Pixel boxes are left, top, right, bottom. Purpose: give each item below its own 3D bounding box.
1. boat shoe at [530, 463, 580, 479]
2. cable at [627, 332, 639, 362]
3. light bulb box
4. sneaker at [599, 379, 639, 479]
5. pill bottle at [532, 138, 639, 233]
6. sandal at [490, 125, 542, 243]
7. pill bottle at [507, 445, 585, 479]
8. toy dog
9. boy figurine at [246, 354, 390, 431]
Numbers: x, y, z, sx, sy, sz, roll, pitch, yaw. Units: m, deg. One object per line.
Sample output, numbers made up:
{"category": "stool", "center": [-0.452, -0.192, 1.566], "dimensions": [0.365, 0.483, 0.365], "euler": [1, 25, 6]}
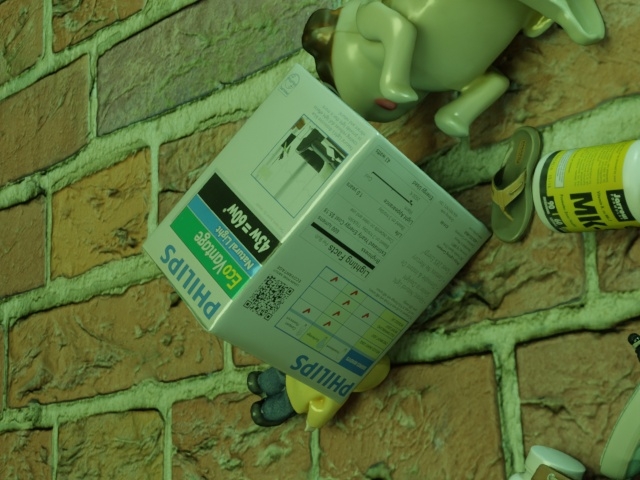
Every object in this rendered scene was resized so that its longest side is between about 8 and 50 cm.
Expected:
{"category": "boat shoe", "center": [0.403, 0.361, 1.505], "dimensions": [0.324, 0.123, 0.116], "euler": [13, 82, 22]}
{"category": "cable", "center": [0.451, 0.070, 1.540], "dimensions": [0.047, 0.150, 0.184], "euler": [34, 105, 12]}
{"category": "light bulb box", "center": [0.000, 0.000, 1.800], "dimensions": [0.361, 0.358, 0.225], "euler": [-49, 48, 5]}
{"category": "sneaker", "center": [0.481, 0.192, 1.497], "dimensions": [0.150, 0.135, 0.366], "euler": [34, 125, 15]}
{"category": "pill bottle", "center": [0.404, -0.074, 1.628], "dimensions": [0.208, 0.119, 0.119], "euler": [-6, 78, 46]}
{"category": "sandal", "center": [0.286, -0.087, 1.802], "dimensions": [0.072, 0.049, 0.180], "euler": [12, 91, 46]}
{"category": "pill bottle", "center": [0.295, 0.388, 1.659], "dimensions": [0.108, 0.108, 0.193], "euler": [27, 102, 45]}
{"category": "toy dog", "center": [0.151, -0.347, 1.830], "dimensions": [0.408, 0.285, 0.395], "euler": [-38, 57, 37]}
{"category": "boy figurine", "center": [-0.005, 0.224, 2.014], "dimensions": [0.285, 0.092, 0.177], "euler": [-27, 64, 39]}
